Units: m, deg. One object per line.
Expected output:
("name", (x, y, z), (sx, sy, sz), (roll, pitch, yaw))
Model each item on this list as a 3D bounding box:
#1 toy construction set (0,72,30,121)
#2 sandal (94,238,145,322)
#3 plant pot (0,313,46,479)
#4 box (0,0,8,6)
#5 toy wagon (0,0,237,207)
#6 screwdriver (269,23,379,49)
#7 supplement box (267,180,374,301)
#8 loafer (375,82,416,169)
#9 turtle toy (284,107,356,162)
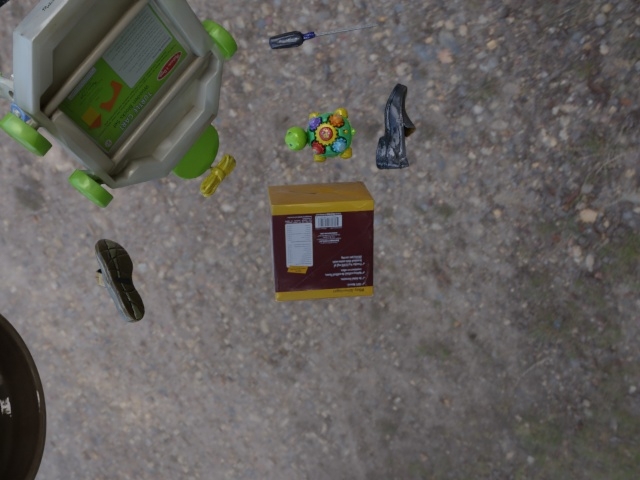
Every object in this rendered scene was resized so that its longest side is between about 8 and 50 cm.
("toy construction set", (-0.539, -0.187, 1.095), (0.215, 0.328, 0.151), (-14, 100, 48))
("sandal", (-0.352, 0.071, 1.288), (0.049, 0.072, 0.180), (-38, 59, 20))
("plant pot", (-0.495, 0.219, 0.886), (0.229, 0.263, 0.263), (-17, 106, 13))
("box", (-0.808, -0.625, 1.772), (0.093, 0.158, 0.156), (-3, 130, 20))
("toy wagon", (-0.214, -0.168, 0.913), (0.068, 0.267, 0.344), (31, 168, 31))
("screwdriver", (0.005, -0.316, 1.145), (0.170, 0.024, 0.025), (-14, 69, -1))
("supplement box", (0.000, 0.000, 1.450), (0.192, 0.129, 0.194), (-3, 111, -6))
("loafer", (0.148, -0.209, 1.398), (0.061, 0.062, 0.170), (8, 80, 15))
("turtle toy", (0.000, -0.191, 1.379), (0.130, 0.066, 0.095), (-7, 93, 11))
